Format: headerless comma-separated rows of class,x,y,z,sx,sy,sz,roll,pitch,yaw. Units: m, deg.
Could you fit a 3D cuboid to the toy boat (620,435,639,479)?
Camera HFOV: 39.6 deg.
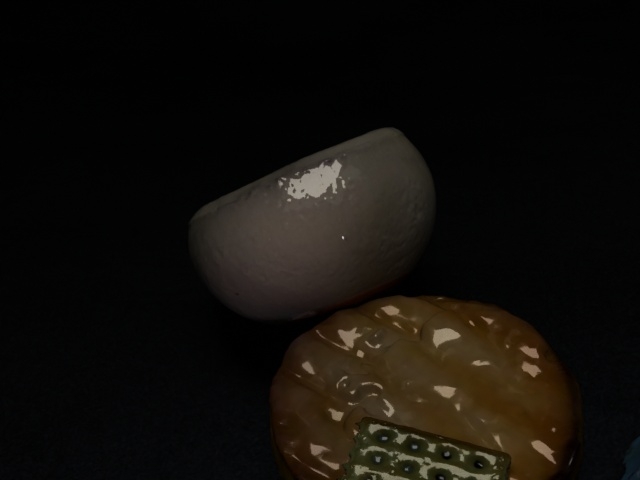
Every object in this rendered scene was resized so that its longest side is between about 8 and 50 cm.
toy boat,0.345,0.186,0.791,0.098,0.109,0.238,41,50,14

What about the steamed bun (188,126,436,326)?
steamed bun,0.000,0.000,0.991,0.283,0.177,0.283,-23,2,1

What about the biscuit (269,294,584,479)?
biscuit,0.098,0.172,0.842,0.296,0.102,0.296,-3,40,2

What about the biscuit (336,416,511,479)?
biscuit,0.061,0.246,0.687,0.139,0.016,0.231,12,49,15
